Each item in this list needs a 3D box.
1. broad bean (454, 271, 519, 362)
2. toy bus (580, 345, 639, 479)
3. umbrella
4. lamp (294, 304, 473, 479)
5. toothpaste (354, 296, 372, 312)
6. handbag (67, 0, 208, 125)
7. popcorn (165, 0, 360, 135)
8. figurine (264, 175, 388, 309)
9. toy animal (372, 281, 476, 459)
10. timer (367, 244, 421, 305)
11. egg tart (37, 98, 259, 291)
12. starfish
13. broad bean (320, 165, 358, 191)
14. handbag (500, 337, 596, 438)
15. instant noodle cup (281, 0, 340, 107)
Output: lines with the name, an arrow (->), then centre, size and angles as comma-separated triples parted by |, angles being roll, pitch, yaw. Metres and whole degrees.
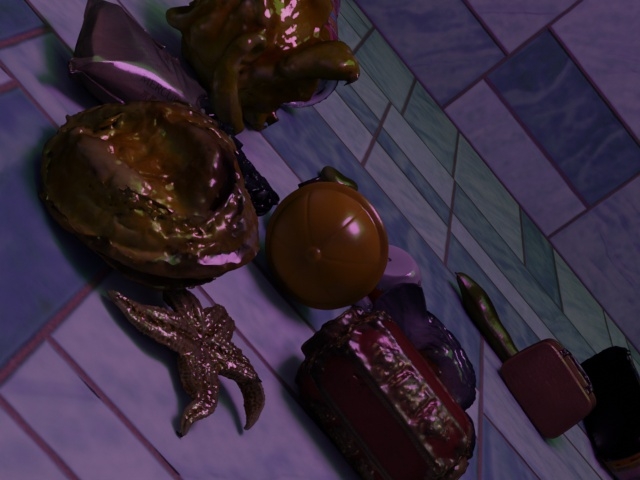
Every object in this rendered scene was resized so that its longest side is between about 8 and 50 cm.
broad bean -> 0.394, 0.204, 2.347 | 0.075, 0.067, 0.325 | -29, 83, -41
toy bus -> 0.756, 0.442, 2.598 | 0.162, 0.171, 0.386 | 49, 19, -21
umbrella -> -0.148, -0.128, 1.653 | 0.224, 0.071, 0.080 | 57, 7, 34
lamp -> 0.085, 0.223, 1.422 | 0.274, 0.177, 0.177 | 55, 19, 1
toothpaste -> 0.048, 0.066, 1.820 | 0.045, 0.028, 0.170 | 14, 40, -54
handbag -> -0.253, -0.228, 1.507 | 0.270, 0.117, 0.182 | 37, 37, -39
popcorn -> -0.116, -0.337, 1.822 | 0.290, 0.325, 0.321 | 41, -23, -20
figurine -> -0.005, 0.001, 1.614 | 0.257, 0.167, 0.192 | -148, -133, -72
toy animal -> 0.178, 0.215, 1.717 | 0.185, 0.122, 0.298 | 19, 44, -51
timer -> 0.119, 0.077, 1.844 | 0.136, 0.099, 0.136 | 48, -25, 31
egg tart -> -0.190, -0.081, 1.257 | 0.297, 0.132, 0.297 | 17, 43, -16
starfish -> -0.153, 0.118, 1.237 | 0.236, 0.062, 0.277 | 42, 25, -15
broad bean -> 0.036, -0.116, 2.102 | 0.083, 0.045, 0.063 | 38, 21, -16
handbag -> 0.489, 0.307, 2.235 | 0.193, 0.151, 0.072 | 56, 21, 13
instant noodle cup -> -0.054, -0.417, 2.192 | 0.244, 0.244, 0.255 | 36, 31, -40
